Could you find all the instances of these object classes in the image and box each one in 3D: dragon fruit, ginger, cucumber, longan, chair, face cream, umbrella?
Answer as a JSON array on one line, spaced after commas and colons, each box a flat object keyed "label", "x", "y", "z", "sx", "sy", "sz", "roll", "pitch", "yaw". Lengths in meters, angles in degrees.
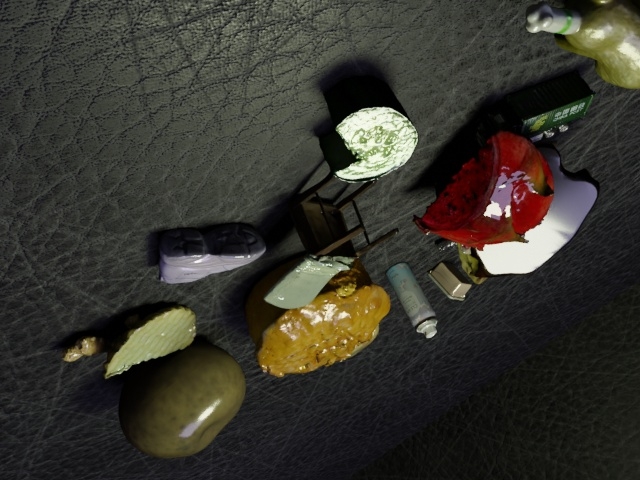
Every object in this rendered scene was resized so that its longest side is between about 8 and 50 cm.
[{"label": "dragon fruit", "x": 0.416, "y": -0.077, "z": 1.688, "sx": 0.282, "sy": 0.100, "sz": 0.343, "roll": 19, "pitch": 131, "yaw": -20}, {"label": "ginger", "x": -0.508, "y": 0.246, "z": 1.766, "sx": 0.193, "sy": 0.052, "sz": 0.176, "roll": -34, "pitch": 150, "yaw": 10}, {"label": "cucumber", "x": 0.092, "y": -0.220, "z": 1.419, "sx": 0.191, "sy": 0.130, "sz": 0.191, "roll": -19, "pitch": 146, "yaw": -13}, {"label": "longan", "x": -0.371, "y": 0.425, "z": 1.965, "sx": 0.350, "sy": 0.288, "sz": 0.288, "roll": -35, "pitch": 152, "yaw": -7}, {"label": "chair", "x": 0.000, "y": 0.000, "z": 1.640, "sx": 0.160, "sy": 0.186, "sz": 0.319, "roll": 6, "pitch": 145, "yaw": -47}, {"label": "ginger", "x": 0.468, "y": -0.105, "z": 1.868, "sx": 0.413, "sy": 0.211, "sz": 0.358, "roll": -40, "pitch": 108, "yaw": 22}, {"label": "face cream", "x": 0.268, "y": 0.173, "z": 2.094, "sx": 0.075, "sy": 0.229, "sz": 0.075, "roll": -20, "pitch": 150, "yaw": -12}, {"label": "umbrella", "x": 0.401, "y": -0.009, "z": 2.104, "sx": 0.144, "sy": 0.037, "sz": 0.040, "roll": -26, "pitch": 153, "yaw": 2}]

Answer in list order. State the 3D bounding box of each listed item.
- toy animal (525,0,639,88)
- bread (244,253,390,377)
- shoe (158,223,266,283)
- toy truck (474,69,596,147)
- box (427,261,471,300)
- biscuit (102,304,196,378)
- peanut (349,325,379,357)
[{"label": "toy animal", "x": 0.550, "y": -0.429, "z": 1.424, "sx": 0.363, "sy": 0.180, "sz": 0.181, "roll": 23, "pitch": 121, "yaw": -27}, {"label": "bread", "x": -0.020, "y": 0.205, "z": 1.933, "sx": 0.399, "sy": 0.215, "sz": 0.398, "roll": -20, "pitch": 152, "yaw": -11}, {"label": "shoe", "x": -0.243, "y": 0.037, "z": 1.606, "sx": 0.245, "sy": 0.095, "sz": 0.137, "roll": -4, "pitch": 148, "yaw": -29}, {"label": "toy truck", "x": 0.485, "y": -0.283, "z": 1.673, "sx": 0.259, "sy": 0.088, "sz": 0.121, "roll": -22, "pitch": 152, "yaw": -11}, {"label": "box", "x": 0.400, "y": 0.122, "z": 2.239, "sx": 0.089, "sy": 0.122, "sz": 0.062, "roll": 11, "pitch": 123, "yaw": -48}, {"label": "biscuit", "x": -0.404, "y": 0.231, "z": 1.789, "sx": 0.274, "sy": 0.036, "sz": 0.187, "roll": -14, "pitch": 141, "yaw": -51}, {"label": "peanut", "x": 0.112, "y": 0.318, "z": 2.358, "sx": 0.194, "sy": 0.083, "sz": 0.093, "roll": -35, "pitch": 151, "yaw": 14}]
